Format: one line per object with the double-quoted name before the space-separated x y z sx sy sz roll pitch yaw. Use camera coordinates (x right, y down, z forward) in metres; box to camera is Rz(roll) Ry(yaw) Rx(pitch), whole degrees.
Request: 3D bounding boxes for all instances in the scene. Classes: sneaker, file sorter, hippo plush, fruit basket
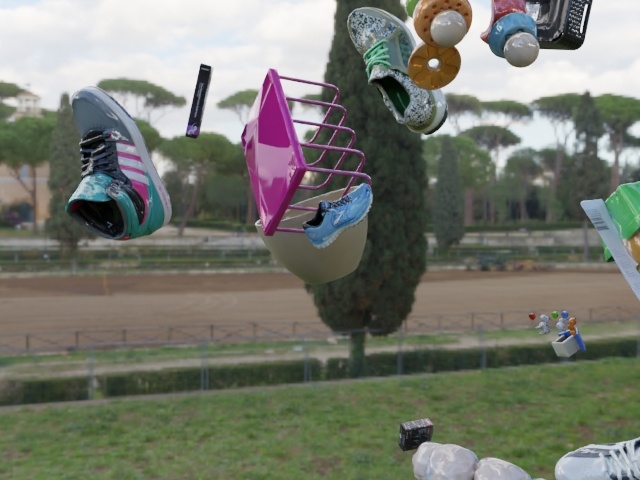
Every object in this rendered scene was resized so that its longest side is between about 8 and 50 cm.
"sneaker" 0.033 -0.056 1.481 0.073 0.162 0.063 45 7 -30
"sneaker" -0.398 -0.121 1.364 0.123 0.296 0.178 -20 15 29
"file sorter" -0.031 -0.178 1.597 0.182 0.291 0.202 4 -40 -26
"hippo plush" 0.225 0.458 1.162 0.234 0.237 0.294 22 -17 3
"sneaker" 0.512 0.359 1.242 0.235 0.094 0.153 2 -35 6
"fruit basket" 0.720 0.046 1.521 0.327 0.353 0.165 -12 -23 -23
"sneaker" 0.182 -0.467 2.038 0.158 0.410 0.182 -41 -17 33

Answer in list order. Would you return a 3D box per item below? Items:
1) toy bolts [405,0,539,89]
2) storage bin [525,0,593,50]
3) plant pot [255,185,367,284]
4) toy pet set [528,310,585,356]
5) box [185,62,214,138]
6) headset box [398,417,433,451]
"toy bolts" 0.268 -0.337 1.338 0.228 0.218 0.158 -1 40 -6
"storage bin" 0.454 -0.464 1.571 0.084 0.122 0.180 3 10 -42
"plant pot" 0.000 0.000 1.901 0.284 0.191 0.284 -18 9 3
"toy pet set" 0.531 0.190 1.639 0.065 0.114 0.122 -29 6 -23
"box" -0.268 -0.311 1.689 0.029 0.162 0.116 11 11 -8
"headset box" 0.231 0.463 1.812 0.083 0.062 0.032 -4 24 -21
